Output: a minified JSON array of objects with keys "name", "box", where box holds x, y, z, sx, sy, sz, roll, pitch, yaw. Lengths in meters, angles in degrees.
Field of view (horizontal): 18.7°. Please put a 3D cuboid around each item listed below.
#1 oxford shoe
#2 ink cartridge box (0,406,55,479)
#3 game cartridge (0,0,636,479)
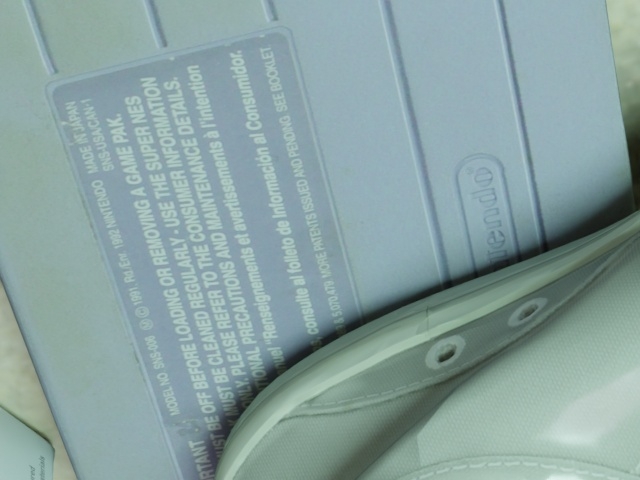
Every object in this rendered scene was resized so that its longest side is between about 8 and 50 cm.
[{"name":"oxford shoe","box":[0.165,0.038,0.641,0.449,0.130,0.169,-30,123,13]},{"name":"ink cartridge box","box":[-0.230,0.088,0.721,0.158,0.092,0.218,-39,117,18]},{"name":"game cartridge","box":[0.000,0.000,0.710,0.230,0.068,0.355,-10,124,5]}]
